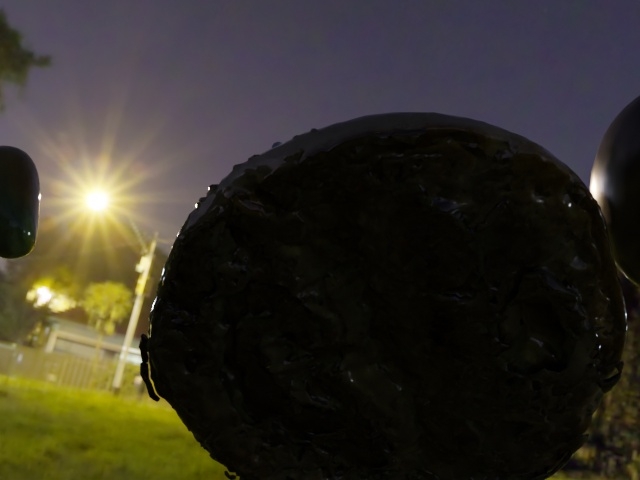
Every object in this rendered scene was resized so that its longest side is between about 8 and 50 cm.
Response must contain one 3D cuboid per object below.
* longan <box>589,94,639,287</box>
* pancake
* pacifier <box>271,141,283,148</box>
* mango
[{"bbox_3d":[0.331,-0.034,0.750,0.212,0.198,0.198,26,-8,13],"label":"longan"},{"bbox_3d":[0.046,0.083,0.702,0.382,0.382,0.071,14,30,-4],"label":"pancake"},{"bbox_3d":[0.000,0.000,1.509,0.269,0.288,0.343,-8,-49,7],"label":"pacifier"},{"bbox_3d":[-0.423,-0.050,1.217,0.092,0.130,0.195,-4,31,-22],"label":"mango"}]
